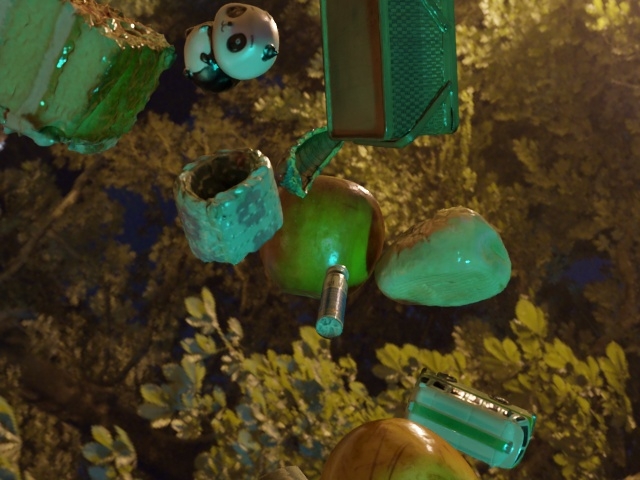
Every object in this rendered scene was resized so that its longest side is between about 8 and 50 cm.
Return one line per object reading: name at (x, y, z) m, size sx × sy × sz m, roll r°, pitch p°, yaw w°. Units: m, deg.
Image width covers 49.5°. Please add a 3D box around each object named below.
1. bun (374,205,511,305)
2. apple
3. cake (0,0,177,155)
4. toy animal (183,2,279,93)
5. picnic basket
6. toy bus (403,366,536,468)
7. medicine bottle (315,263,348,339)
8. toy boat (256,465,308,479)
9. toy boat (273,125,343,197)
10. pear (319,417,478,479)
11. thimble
bun at (0.319, 0.042, 1.814) m, size 0.361 × 0.361 × 0.213 m, roll -21°, pitch -125°, yaw 37°
apple at (0.000, 0.000, 1.950) m, size 0.374 × 0.374 × 0.384 m, roll -49°, pitch -176°, yaw -12°
cake at (-0.498, -0.336, 1.316) m, size 0.293 × 0.306 × 0.314 m, roll -58°, pitch 180°, yaw 11°
toy animal at (-0.209, -0.468, 1.678) m, size 0.235 × 0.165 × 0.187 m, roll -15°, pitch -110°, yaw 39°
picnic basket at (0.100, -0.275, 1.046) m, size 0.139 × 0.267 × 0.165 m, roll -11°, pitch -168°, yaw -31°
toy bus at (0.324, 0.399, 1.535) m, size 0.276 × 0.164 × 0.134 m, roll 20°, pitch -85°, yaw 18°
medicine bottle at (0.024, 0.112, 1.311) m, size 0.051 × 0.051 × 0.191 m, roll -32°, pitch -159°, yaw 21°
toy boat at (-0.056, 0.645, 1.627) m, size 0.141 × 0.092 × 0.319 m, roll -17°, pitch -159°, yaw -22°
toy boat at (-0.018, -0.188, 1.529) m, size 0.099 × 0.109 × 0.293 m, roll -5°, pitch -153°, yaw 32°
pear at (0.118, 0.420, 1.066) m, size 0.280 × 0.281 × 0.281 m, roll -32°, pitch -152°, yaw 20°
thimble at (-0.170, -0.063, 1.266) m, size 0.185 × 0.149 × 0.211 m, roll -6°, pitch -145°, yaw 8°
